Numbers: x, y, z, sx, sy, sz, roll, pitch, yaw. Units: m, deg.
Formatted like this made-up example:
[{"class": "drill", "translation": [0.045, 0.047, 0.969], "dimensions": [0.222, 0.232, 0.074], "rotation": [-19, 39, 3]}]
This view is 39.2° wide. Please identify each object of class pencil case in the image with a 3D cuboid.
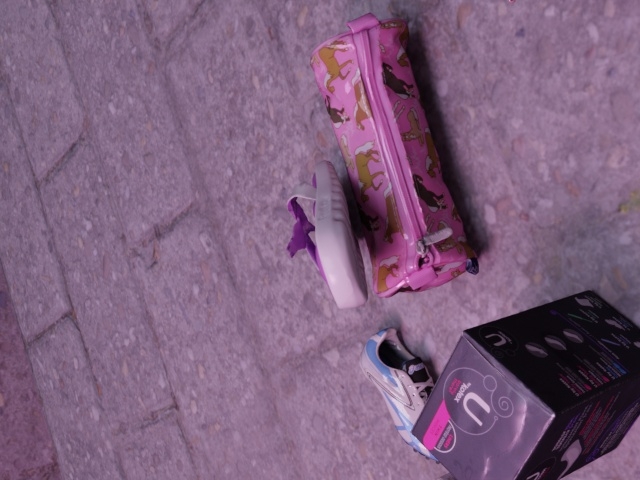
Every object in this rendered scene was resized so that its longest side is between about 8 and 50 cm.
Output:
[{"class": "pencil case", "translation": [0.100, -0.117, 1.272], "dimensions": [0.167, 0.160, 0.386], "rotation": [-24, 79, 48]}]

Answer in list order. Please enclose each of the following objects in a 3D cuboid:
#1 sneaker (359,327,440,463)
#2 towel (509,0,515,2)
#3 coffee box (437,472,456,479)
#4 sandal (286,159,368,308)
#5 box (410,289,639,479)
[{"class": "sneaker", "translation": [0.143, 0.234, 1.345], "dimensions": [0.237, 0.085, 0.086], "rotation": [52, 136, 26]}, {"class": "towel", "translation": [0.276, -0.401, 0.930], "dimensions": [0.037, 0.329, 0.237], "rotation": [34, 129, -4]}, {"class": "coffee box", "translation": [0.272, 0.427, 1.230], "dimensions": [0.246, 0.098, 0.141], "rotation": [24, 115, 43]}, {"class": "sandal", "translation": [-0.004, -0.015, 1.269], "dimensions": [0.416, 0.102, 0.169], "rotation": [-92, -14, -79]}, {"class": "box", "translation": [0.265, 0.182, 1.062], "dimensions": [0.143, 0.270, 0.165], "rotation": [43, 126, 33]}]
